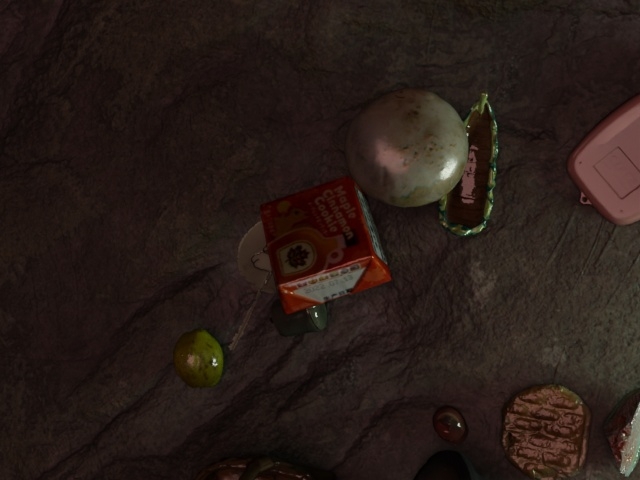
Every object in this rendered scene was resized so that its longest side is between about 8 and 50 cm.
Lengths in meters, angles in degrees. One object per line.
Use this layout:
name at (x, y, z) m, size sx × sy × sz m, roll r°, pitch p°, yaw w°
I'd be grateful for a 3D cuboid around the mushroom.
mushroom at (0.168, -0.176, 1.561) m, size 0.243 × 0.243 × 0.243 m, roll -1°, pitch 86°, yaw 12°

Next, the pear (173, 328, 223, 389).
pear at (-0.263, 0.257, 1.677) m, size 0.107 × 0.107 × 0.131 m, roll -11°, pitch 81°, yaw 11°

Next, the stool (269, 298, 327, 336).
stool at (-0.046, 0.153, 1.646) m, size 0.110 × 0.096 × 0.096 m, roll -19°, pitch 83°, yaw 15°

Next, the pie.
pie at (0.446, 0.380, 1.554) m, size 0.195 × 0.046 × 0.195 m, roll -1°, pitch 86°, yaw 10°

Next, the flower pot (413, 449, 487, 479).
flower pot at (0.292, 0.606, 1.457) m, size 0.251 × 0.379 × 0.379 m, roll 18°, pitch 90°, yaw -9°

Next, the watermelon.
watermelon at (0.595, 0.361, 1.507) m, size 0.081 × 0.094 × 0.180 m, roll 16°, pitch 75°, yaw 15°

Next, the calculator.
calculator at (0.653, -0.177, 1.548) m, size 0.329 × 0.048 × 0.220 m, roll -39°, pitch 81°, yaw 9°

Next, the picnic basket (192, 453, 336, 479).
picnic basket at (-0.131, 0.575, 1.522) m, size 0.337 × 0.337 × 0.293 m, roll 2°, pitch 87°, yaw 12°

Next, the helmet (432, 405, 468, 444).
helmet at (0.265, 0.380, 1.588) m, size 0.065 × 0.049 × 0.084 m, roll -36°, pitch 80°, yaw 6°

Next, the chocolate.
chocolate at (0.000, 0.000, 1.595) m, size 0.235 × 0.108 × 0.237 m, roll -17°, pitch 57°, yaw 6°

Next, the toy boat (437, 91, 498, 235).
toy boat at (0.310, -0.153, 1.594) m, size 0.108 × 0.099 × 0.293 m, roll 10°, pitch 96°, yaw 11°

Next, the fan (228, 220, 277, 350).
fan at (-0.117, 0.087, 1.654) m, size 0.191 × 0.009 × 0.329 m, roll 16°, pitch 70°, yaw 22°
